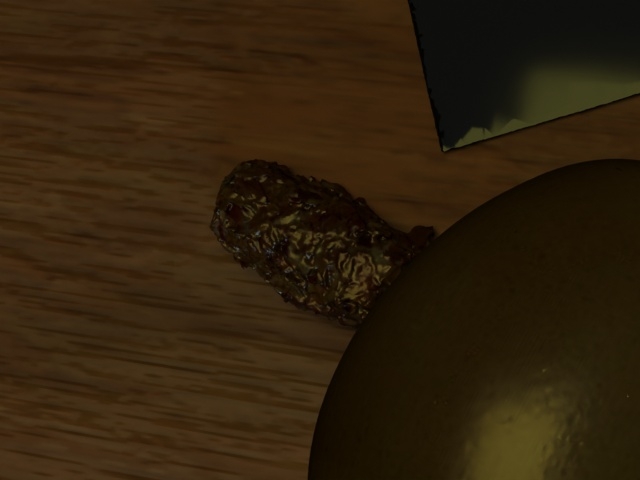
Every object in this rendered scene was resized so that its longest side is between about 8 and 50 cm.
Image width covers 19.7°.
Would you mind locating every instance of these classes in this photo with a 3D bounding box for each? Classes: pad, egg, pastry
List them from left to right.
[{"bbox_3d":[-0.001,0.002,1.185,0.169,0.063,0.087,25,86,23],"label":"pastry"},{"bbox_3d":[0.131,0.106,1.016,0.250,0.250,0.322,25,84,22],"label":"egg"},{"bbox_3d":[0.176,-0.166,1.185,0.245,0.006,0.170,-16,73,16],"label":"pad"}]
